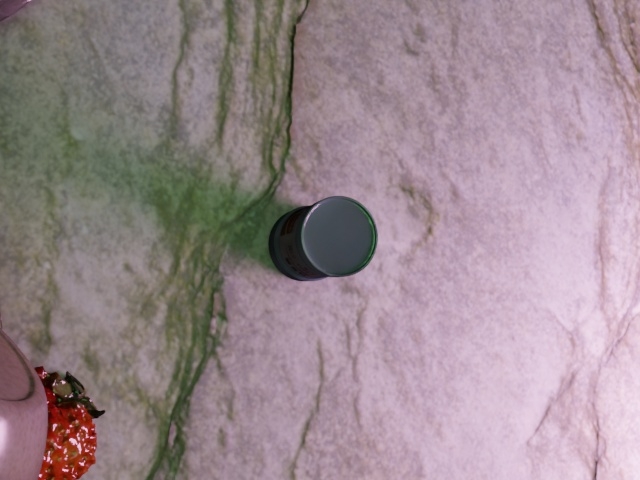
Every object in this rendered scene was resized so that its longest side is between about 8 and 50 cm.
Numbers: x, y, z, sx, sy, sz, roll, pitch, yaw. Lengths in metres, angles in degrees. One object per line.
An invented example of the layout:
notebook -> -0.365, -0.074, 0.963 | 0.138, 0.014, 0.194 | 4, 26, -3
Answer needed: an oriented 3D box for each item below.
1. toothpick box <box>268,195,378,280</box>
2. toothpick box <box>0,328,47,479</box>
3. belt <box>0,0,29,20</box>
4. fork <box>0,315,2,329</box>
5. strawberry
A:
toothpick box -> 0.000, 0.000, 1.136 | 0.101, 0.153, 0.101 | 2, 84, -18
toothpick box -> -0.484, 0.215, 0.757 | 0.409, 0.409, 0.425 | 41, 86, -11
belt -> -0.439, -0.336, 1.048 | 0.262, 0.105, 0.184 | -20, 94, -19
fork -> -0.399, 0.010, 1.077 | 0.034, 0.028, 0.219 | -5, 91, -26
strawberry -> -0.366, 0.245, 1.020 | 0.236, 0.107, 0.175 | -41, 98, -16
